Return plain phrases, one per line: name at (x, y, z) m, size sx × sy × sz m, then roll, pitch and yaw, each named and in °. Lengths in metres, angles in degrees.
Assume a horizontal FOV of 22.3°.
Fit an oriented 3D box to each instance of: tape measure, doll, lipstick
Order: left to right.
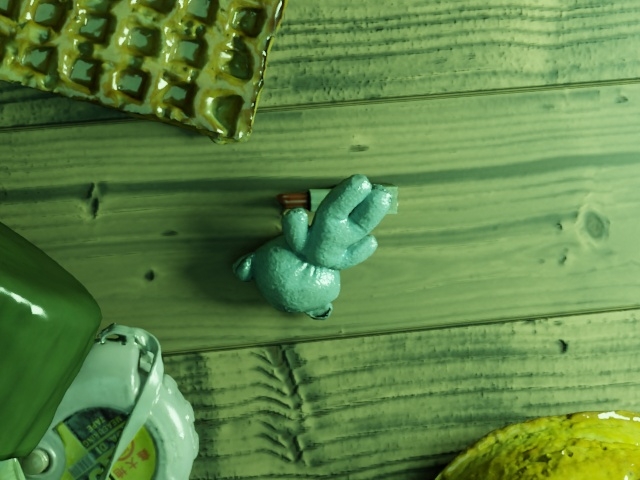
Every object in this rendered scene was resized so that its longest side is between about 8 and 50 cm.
tape measure at (-0.227, 0.212, 1.659) m, size 0.236 × 0.120 × 0.197 m, roll -37°, pitch 99°, yaw 5°
doll at (-0.001, -0.001, 1.679) m, size 0.120 × 0.075 × 0.179 m, roll 31°, pitch 108°, yaw -18°
lipstick at (0.015, -0.042, 1.701) m, size 0.129 × 0.030 × 0.030 m, roll -1°, pitch 100°, yaw -9°

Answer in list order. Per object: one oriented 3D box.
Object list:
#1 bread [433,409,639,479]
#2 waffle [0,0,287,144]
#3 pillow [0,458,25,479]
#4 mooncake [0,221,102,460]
bread at (0.287, 0.362, 1.733) m, size 0.358 × 0.204 × 0.336 m, roll -9°, pitch 106°, yaw -10°
waffle at (-0.190, -0.227, 1.605) m, size 0.308 × 0.091 × 0.212 m, roll 15°, pitch 98°, yaw -10°
pillow at (-0.410, 0.304, 1.625) m, size 0.303 × 0.075 × 0.184 m, roll -11°, pitch 107°, yaw 20°
mooncake at (-0.388, 0.057, 1.488) m, size 0.356 × 0.356 × 0.194 m, roll 31°, pitch 92°, yaw -13°
